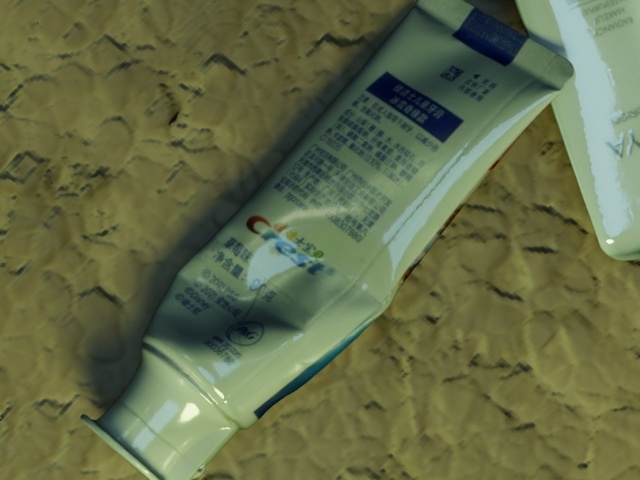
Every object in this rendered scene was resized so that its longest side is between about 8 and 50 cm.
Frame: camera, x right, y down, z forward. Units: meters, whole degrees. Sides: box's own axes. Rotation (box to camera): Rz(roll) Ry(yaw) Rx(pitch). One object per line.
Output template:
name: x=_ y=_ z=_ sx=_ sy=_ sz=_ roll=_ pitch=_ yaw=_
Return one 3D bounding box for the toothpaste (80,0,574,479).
toothpaste: x=0.000 y=0.000 z=0.819 sx=0.096 sy=0.061 sz=0.266 roll=36 pitch=81 yaw=34

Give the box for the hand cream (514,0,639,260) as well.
hand cream: x=0.121 y=-0.116 z=0.842 sx=0.079 sy=0.048 sz=0.255 roll=-22 pitch=85 yaw=-6
